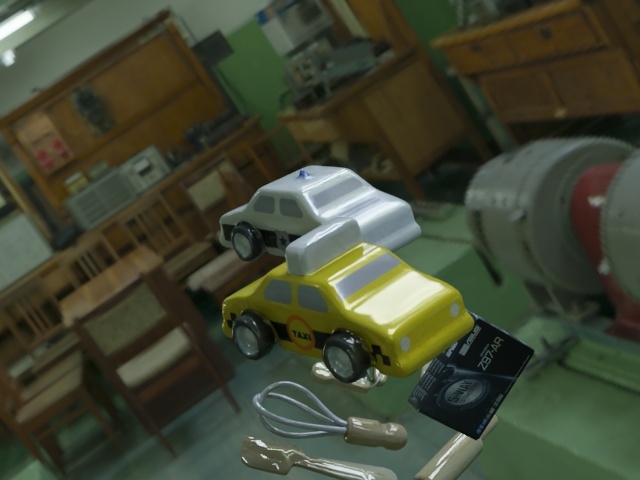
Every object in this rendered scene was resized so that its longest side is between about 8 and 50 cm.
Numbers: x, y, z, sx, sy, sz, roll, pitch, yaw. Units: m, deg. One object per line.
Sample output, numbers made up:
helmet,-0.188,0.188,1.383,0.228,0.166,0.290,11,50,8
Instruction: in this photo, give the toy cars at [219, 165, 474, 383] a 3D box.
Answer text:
toy cars,0.000,0.000,0.902,0.176,0.087,0.394,-12,19,-2

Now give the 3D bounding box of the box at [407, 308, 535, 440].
box,0.113,0.101,0.848,0.083,0.067,0.018,-57,31,3

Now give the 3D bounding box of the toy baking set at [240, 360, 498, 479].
toy baking set,0.047,0.172,1.063,0.256,0.196,0.030,-40,-23,-44
